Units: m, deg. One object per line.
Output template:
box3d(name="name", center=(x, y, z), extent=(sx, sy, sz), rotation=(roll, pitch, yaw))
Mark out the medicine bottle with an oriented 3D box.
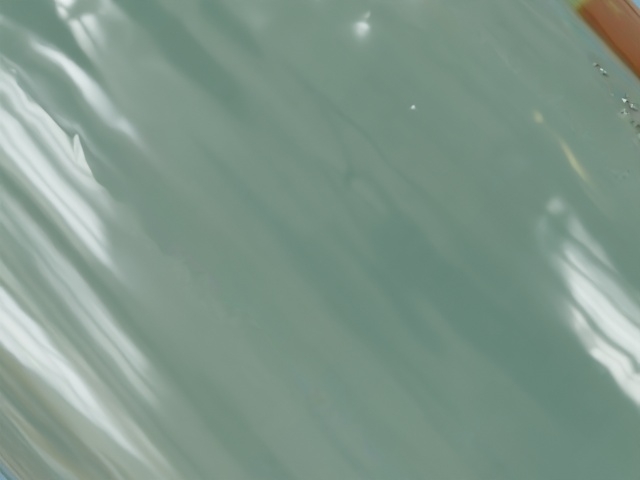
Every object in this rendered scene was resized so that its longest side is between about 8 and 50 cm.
box3d(name="medicine bottle", center=(0.000, 0.000, 0.382), extent=(0.158, 0.318, 0.158), rotation=(-42, -2, -2))
